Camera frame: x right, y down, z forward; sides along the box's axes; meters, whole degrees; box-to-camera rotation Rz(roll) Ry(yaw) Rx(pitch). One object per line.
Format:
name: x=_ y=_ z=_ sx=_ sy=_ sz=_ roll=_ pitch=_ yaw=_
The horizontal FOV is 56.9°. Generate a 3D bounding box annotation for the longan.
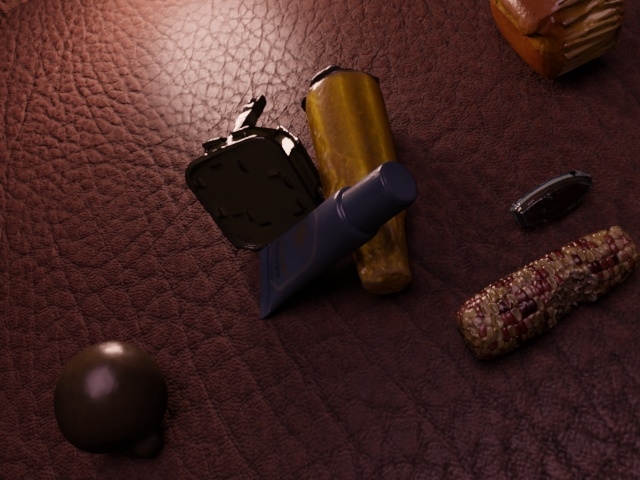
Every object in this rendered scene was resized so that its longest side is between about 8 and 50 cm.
longan: x=-0.334 y=0.266 z=0.959 sx=0.185 sy=0.159 sz=0.204 roll=-41 pitch=88 yaw=12

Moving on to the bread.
bread: x=0.413 y=-0.436 z=1.091 sx=0.156 sy=0.204 sz=0.288 roll=-22 pitch=55 yaw=3

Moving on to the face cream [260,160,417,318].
face cream: x=0.000 y=0.000 z=0.935 sx=0.385 sy=0.086 sz=0.136 roll=-36 pitch=48 yaw=45

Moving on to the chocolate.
chocolate: x=0.065 y=-0.110 z=1.042 sx=0.162 sy=0.162 sz=0.446 roll=-17 pitch=54 yaw=12

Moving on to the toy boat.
toy boat: x=0.370 y=-0.072 z=0.950 sx=0.140 sy=0.059 sz=0.066 roll=-29 pitch=24 yaw=4

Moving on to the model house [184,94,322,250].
model house: x=-0.098 y=-0.157 z=1.150 sx=0.204 sy=0.218 sz=0.279 roll=-15 pitch=34 yaw=23

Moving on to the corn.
corn: x=0.327 y=0.071 z=0.841 sx=0.289 sy=0.098 sz=0.098 roll=-28 pitch=50 yaw=0
